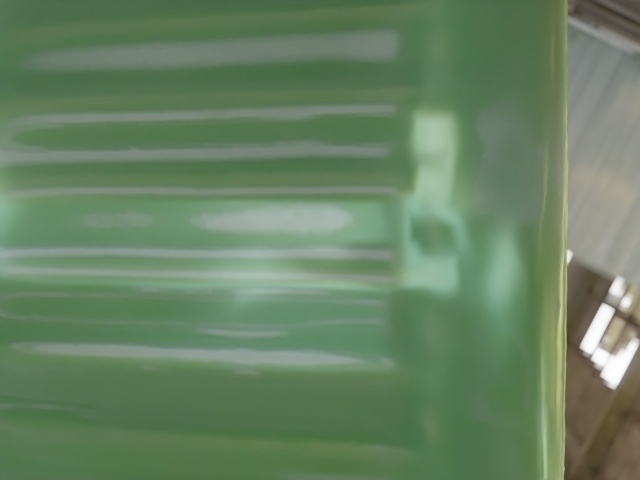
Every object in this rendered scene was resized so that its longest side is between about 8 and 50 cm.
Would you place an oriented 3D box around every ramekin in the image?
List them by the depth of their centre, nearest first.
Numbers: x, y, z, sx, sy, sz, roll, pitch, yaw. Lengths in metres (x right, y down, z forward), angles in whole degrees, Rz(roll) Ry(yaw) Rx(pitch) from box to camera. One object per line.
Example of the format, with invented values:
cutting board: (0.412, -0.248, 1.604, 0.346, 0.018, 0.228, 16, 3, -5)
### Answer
ramekin: (0.000, 0.000, 0.509, 0.148, 0.303, 0.303, 1, -176, 8)
